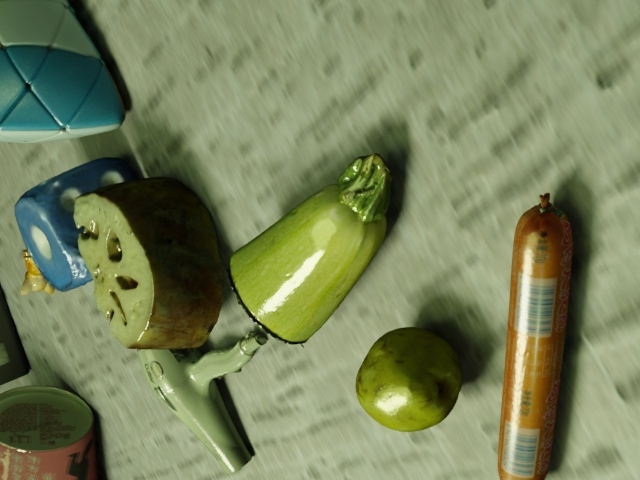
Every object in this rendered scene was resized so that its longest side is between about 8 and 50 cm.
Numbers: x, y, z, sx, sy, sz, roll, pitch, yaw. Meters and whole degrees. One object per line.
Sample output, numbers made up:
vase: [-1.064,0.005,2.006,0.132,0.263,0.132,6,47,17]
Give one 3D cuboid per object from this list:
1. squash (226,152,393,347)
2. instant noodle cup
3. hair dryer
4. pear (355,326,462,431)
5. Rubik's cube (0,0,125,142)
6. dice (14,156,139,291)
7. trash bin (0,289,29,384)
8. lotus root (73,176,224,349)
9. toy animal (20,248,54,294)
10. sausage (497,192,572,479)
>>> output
squash: [-0.001,0.015,1.407,0.137,0.137,0.287,60,145,8]
instant noodle cup: [-0.465,0.359,2.216,0.235,0.235,0.178,34,126,39]
hair dryer: [-0.127,0.211,1.781,0.225,0.088,0.219,-1,118,39]
pear: [0.089,0.141,1.377,0.131,0.107,0.107,11,120,64]
Rubik's cube: [-0.348,-0.230,1.749,0.254,0.254,0.254,33,136,40]
dice: [-0.311,-0.020,1.800,0.143,0.146,0.146,-19,96,59]
trash bin: [-0.618,0.137,2.378,0.165,0.115,0.225,6,112,55]
lotus root: [-0.209,0.021,1.682,0.138,0.119,0.235,-34,72,43]
toy animal: [-0.439,0.054,2.115,0.081,0.060,0.083,30,125,44]
sausage: [0.197,0.108,1.250,0.053,0.053,0.347,32,135,40]
